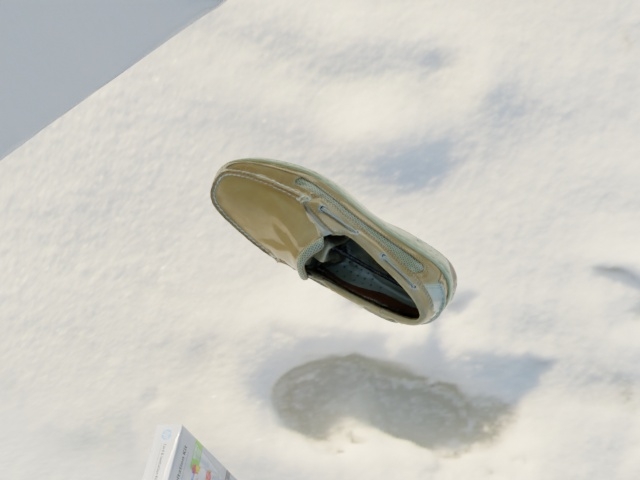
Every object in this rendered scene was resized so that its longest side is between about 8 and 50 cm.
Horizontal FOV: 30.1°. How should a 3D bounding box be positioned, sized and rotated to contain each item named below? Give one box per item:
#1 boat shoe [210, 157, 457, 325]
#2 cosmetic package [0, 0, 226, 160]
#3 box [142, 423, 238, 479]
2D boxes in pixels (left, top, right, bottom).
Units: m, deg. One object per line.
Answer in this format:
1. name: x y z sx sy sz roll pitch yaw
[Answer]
1. boat shoe: 0.000 0.000 0.810 0.190 0.068 0.072 25 26 16
2. cosmetic package: -0.243 -0.268 0.626 0.329 0.327 0.394 39 40 -31
3. box: -0.157 0.324 1.425 0.186 0.038 0.145 57 37 -48
